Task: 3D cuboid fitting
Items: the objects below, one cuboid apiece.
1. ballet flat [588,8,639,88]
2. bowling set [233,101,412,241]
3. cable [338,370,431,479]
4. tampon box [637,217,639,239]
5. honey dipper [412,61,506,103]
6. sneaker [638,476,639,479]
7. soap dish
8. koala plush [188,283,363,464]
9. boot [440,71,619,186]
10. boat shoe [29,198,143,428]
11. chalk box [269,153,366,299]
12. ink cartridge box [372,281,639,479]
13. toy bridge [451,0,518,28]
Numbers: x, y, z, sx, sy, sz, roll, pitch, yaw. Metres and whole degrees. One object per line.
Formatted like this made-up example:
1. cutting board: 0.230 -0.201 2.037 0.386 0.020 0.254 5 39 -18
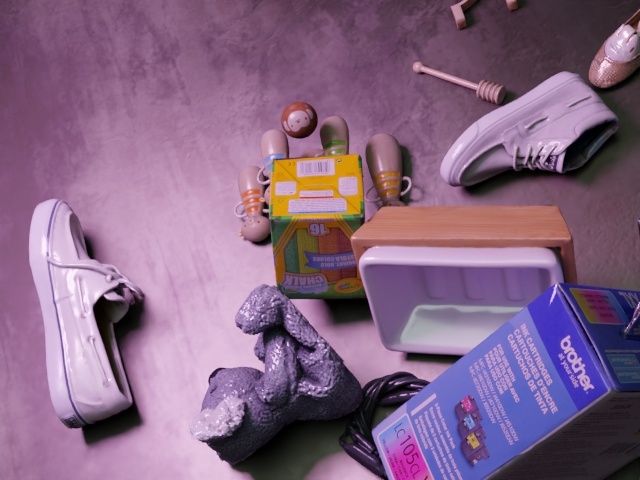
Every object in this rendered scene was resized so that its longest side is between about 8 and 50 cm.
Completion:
1. ballet flat: 0.477 -0.315 1.873 0.206 0.067 0.073 -45 61 -7
2. bowling set: -0.023 -0.095 1.856 0.287 0.200 0.154 -15 63 15
3. cable: 0.124 0.265 1.719 0.184 0.047 0.150 28 71 31
4. tampon box: 0.523 -0.003 1.675 0.161 0.120 0.101 -29 59 3
5. honey dipper: 0.212 -0.248 1.949 0.160 0.030 0.030 22 73 29
6. sneaker: 0.444 0.298 1.529 0.114 0.152 0.305 12 68 -2
7. soap dish: 0.206 0.053 1.698 0.291 0.229 0.118 0 48 17
8. koala plush: -0.079 0.214 1.726 0.221 0.196 0.203 -41 70 -9
9. boot: 0.308 -0.138 1.822 0.258 0.095 0.123 -36 53 -3
10. boat shoe: -0.339 0.091 1.895 0.156 0.136 0.367 -17 64 10
11. chalk box: 0.000 0.000 1.783 0.132 0.213 0.132 -3 44 3
12. ink cartridge box: 0.293 0.186 1.476 0.395 0.270 0.151 -42 57 34
13. toy bridge: 0.298 -0.398 1.994 0.188 0.026 0.063 -20 59 7
